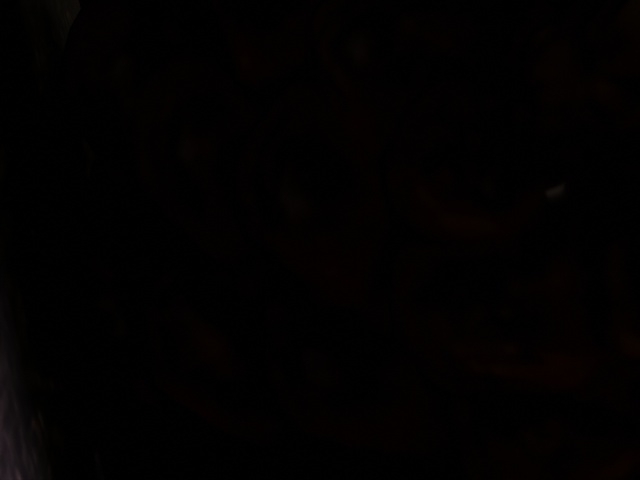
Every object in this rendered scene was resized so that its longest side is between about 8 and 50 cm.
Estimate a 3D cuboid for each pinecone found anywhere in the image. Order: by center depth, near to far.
[{"bbox_3d":[0.108,-0.016,0.607,0.398,0.397,0.398,-15,90,-88],"label":"pinecone"}]
